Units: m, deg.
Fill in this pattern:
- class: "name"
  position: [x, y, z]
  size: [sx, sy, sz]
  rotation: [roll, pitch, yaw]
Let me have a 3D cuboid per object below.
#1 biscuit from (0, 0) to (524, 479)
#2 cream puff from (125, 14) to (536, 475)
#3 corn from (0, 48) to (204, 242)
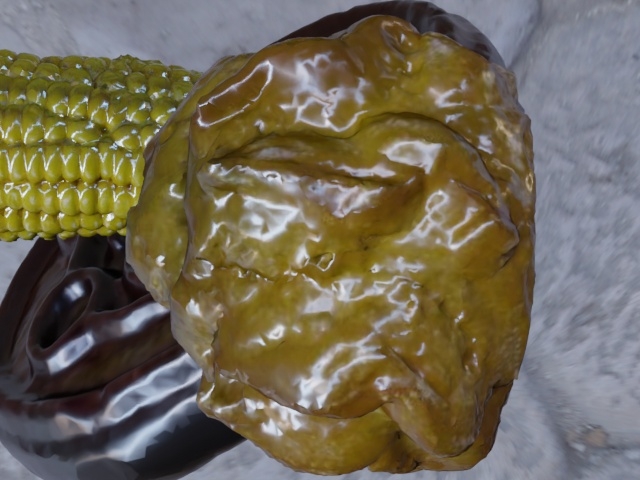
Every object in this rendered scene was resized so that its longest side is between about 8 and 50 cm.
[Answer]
- class: "biscuit"
  position: [-0.058, -0.012, 0.975]
  size: [0.407, 0.407, 0.091]
  rotation: [-39, 112, 1]
- class: "cream puff"
  position: [0.000, 0.000, 0.367]
  size: [0.094, 0.122, 0.116]
  rotation: [5, 128, -5]
- class: "corn"
  position: [-0.193, -0.050, 0.805]
  size: [0.318, 0.115, 0.115]
  rotation: [2, 84, 4]
